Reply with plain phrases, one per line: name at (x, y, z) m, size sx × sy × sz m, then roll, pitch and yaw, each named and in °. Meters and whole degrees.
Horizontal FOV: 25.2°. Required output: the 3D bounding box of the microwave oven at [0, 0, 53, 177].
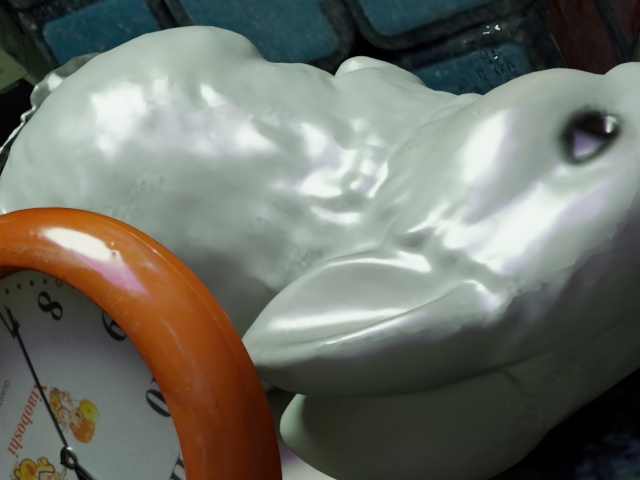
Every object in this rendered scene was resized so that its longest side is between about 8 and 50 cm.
microwave oven at (-0.325, -0.164, 1.013) m, size 0.247 × 0.333 × 0.394 m, roll -36°, pitch -6°, yaw 0°

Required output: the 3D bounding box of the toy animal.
toy animal at (0.000, 0.000, 0.654) m, size 0.357 × 0.194 × 0.258 m, roll 8°, pitch 38°, yaw 45°

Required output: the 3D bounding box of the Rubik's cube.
Rubik's cube at (0.009, -0.205, 0.882) m, size 0.301 × 0.305 × 0.303 m, roll -17°, pitch 26°, yaw 31°

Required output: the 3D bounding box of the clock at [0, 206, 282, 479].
clock at (-0.100, 0.088, 0.579) m, size 0.205 × 0.205 × 0.051 m, roll -11°, pitch 2°, yaw 36°
